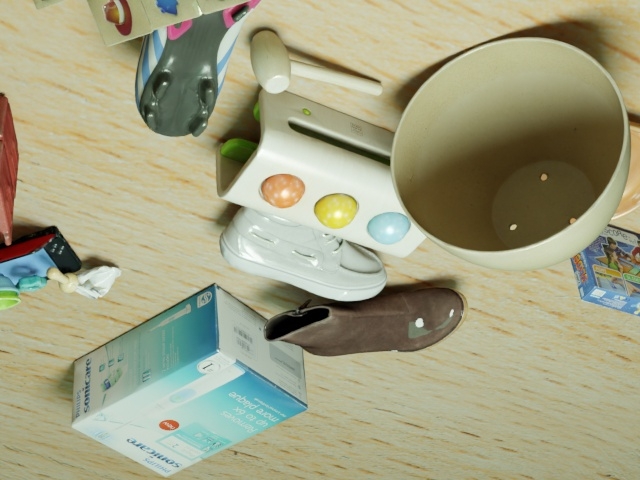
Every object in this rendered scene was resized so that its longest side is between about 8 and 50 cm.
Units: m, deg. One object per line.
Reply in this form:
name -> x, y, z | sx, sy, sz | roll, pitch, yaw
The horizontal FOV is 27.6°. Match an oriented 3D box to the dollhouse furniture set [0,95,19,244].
dollhouse furniture set -> -0.471, -0.165, 1.471 | 0.201, 0.152, 0.374 | -3, 140, -4

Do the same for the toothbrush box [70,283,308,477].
toothbrush box -> -0.200, 0.220, 1.987 | 0.295, 0.126, 0.216 | -27, 136, 25

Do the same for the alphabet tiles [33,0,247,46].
alphabet tiles -> -0.163, -0.354, 1.267 | 0.342, 0.011, 0.285 | -14, 109, 19

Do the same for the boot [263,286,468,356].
boot -> 0.068, 0.118, 1.873 | 0.248, 0.090, 0.207 | -17, 165, 27

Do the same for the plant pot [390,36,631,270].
plant pot -> 0.250, -0.075, 1.590 | 0.284, 0.284, 0.191 | -19, 149, 15

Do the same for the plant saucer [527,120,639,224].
plant saucer -> 0.364, -0.095, 1.749 | 0.200, 0.037, 0.200 | -4, 140, -3

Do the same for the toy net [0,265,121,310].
toy net -> -0.383, 0.072, 1.798 | 0.232, 0.045, 0.122 | -2, 162, -37

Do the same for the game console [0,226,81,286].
game console -> -0.416, 0.042, 1.776 | 0.144, 0.085, 0.124 | -16, 135, 12

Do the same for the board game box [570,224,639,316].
board game box -> 0.445, 0.046, 1.850 | 0.201, 0.136, 0.035 | 16, 135, -23

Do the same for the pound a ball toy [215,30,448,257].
pound a ball toy -> 0.016, -0.102, 1.622 | 0.319, 0.136, 0.208 | 18, 135, -27

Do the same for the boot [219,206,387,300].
boot -> 0.000, 0.000, 1.775 | 0.258, 0.095, 0.123 | 12, 132, -28

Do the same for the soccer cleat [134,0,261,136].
soccer cleat -> -0.131, -0.265, 1.410 | 0.116, 0.143, 0.331 | 10, 131, -24
